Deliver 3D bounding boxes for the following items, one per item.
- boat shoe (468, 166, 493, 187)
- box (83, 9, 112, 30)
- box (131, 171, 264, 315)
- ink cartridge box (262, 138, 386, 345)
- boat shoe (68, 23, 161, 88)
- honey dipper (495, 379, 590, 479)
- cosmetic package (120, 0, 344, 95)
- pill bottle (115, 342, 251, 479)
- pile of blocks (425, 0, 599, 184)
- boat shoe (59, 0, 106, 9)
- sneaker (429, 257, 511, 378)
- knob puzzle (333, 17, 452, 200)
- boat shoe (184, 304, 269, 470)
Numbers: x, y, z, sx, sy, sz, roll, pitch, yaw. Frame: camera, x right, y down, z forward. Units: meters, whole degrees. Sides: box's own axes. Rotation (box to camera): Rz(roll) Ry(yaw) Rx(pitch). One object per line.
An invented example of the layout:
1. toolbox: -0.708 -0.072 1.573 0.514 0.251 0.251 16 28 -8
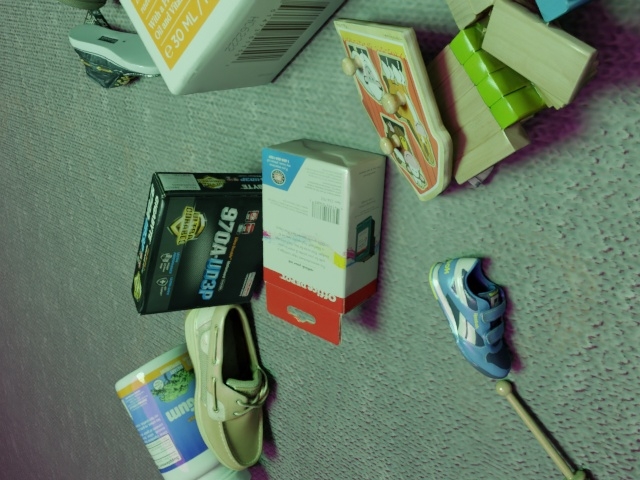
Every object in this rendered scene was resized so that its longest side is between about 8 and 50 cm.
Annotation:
1. boat shoe: 0.137 -0.099 0.561 0.035 0.035 0.100 -47 70 13
2. box: -0.375 -0.331 0.908 0.067 0.018 0.083 54 133 9
3. box: -0.157 0.006 0.752 0.051 0.175 0.220 58 137 37
4. ink cartridge box: 0.000 0.000 0.683 0.134 0.078 0.231 20 119 34
5. boat shoe: -0.304 -0.275 0.849 0.183 0.065 0.083 24 148 19
6. honey dipper: 0.248 0.225 0.600 0.160 0.030 0.030 53 133 13
7. cosmetic package: -0.158 -0.417 0.590 0.230 0.161 0.453 -34 84 43
8. pill bottle: -0.238 0.336 0.977 0.152 0.152 0.272 -35 84 43
9. pile of blocks: 0.175 -0.196 0.388 0.149 0.113 0.362 50 155 27
10. boat shoe: -0.402 -0.513 0.780 0.130 0.132 0.355 -25 92 44
11. sneaker: 0.174 0.083 0.588 0.059 0.053 0.144 -29 89 41
12. knob puzzle: 0.070 -0.116 0.537 0.213 0.030 0.213 61 175 9
13. boat shoe: -0.141 0.242 0.889 0.098 0.109 0.302 -3 100 42
